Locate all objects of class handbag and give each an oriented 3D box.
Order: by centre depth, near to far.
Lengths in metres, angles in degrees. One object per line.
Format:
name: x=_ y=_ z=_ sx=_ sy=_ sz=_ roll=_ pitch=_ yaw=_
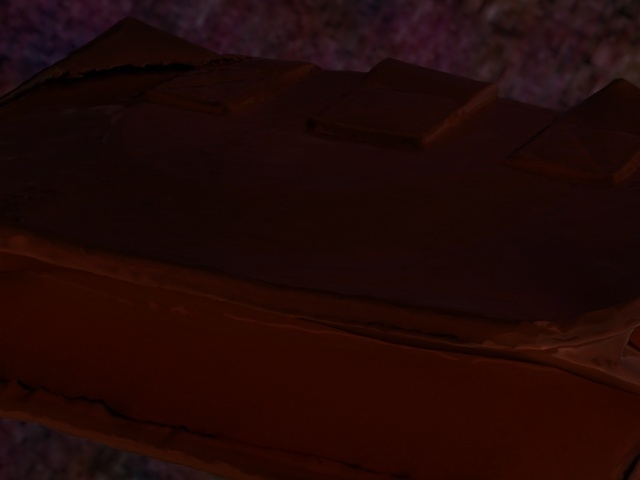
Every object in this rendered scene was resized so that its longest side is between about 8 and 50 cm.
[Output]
handbag: x=0.000 y=0.000 z=0.843 sx=0.303 sy=0.410 sz=0.116 roll=-39 pitch=133 yaw=-53
